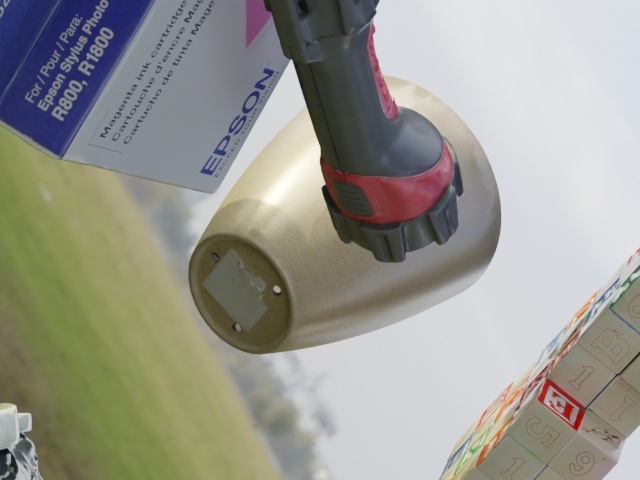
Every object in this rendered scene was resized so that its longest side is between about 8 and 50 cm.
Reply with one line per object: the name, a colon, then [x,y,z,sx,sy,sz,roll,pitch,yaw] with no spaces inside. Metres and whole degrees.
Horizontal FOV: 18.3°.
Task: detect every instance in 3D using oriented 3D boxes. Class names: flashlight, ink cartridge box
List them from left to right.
ink cartridge box: [-0.084,-0.197,1.379,0.071,0.324,0.330,34,9,20]
flashlight: [0.030,-0.110,1.346,0.304,0.103,0.103,73,-3,-50]

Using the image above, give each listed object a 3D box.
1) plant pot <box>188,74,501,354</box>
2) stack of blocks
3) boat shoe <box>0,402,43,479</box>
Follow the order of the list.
plant pot: [0.000,0.000,1.979,0.256,0.274,0.256,18,-57,30]
stack of blocks: [0.218,0.139,1.682,0.087,0.297,0.171,39,26,-1]
boat shoe: [-0.208,0.152,1.098,0.340,0.127,0.113,157,-75,-73]
